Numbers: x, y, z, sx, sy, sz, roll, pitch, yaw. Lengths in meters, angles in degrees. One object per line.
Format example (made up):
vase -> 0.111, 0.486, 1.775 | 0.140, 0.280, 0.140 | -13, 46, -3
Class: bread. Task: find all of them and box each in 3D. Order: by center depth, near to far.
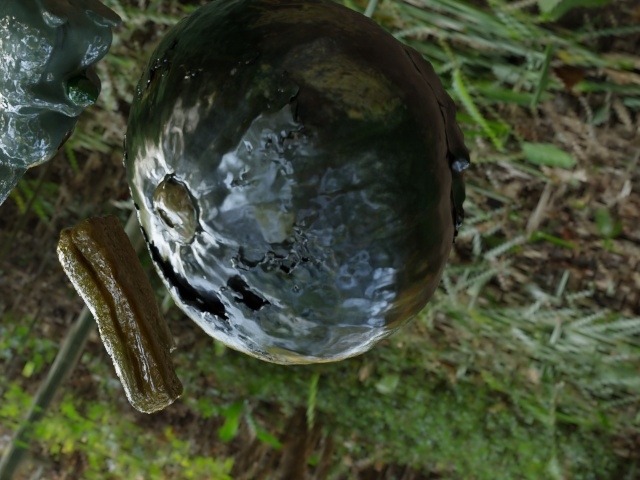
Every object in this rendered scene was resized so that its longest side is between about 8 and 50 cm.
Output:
bread -> -0.362, 0.136, 1.959 | 0.380, 0.109, 0.185 | 64, -174, 2

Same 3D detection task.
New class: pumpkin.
pumpkin -> -0.043, -0.075, 1.256 | 0.454, 0.454, 0.344 | 13, -160, 40

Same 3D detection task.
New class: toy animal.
toy animal -> -0.275, -0.140, 1.011 | 0.138, 0.236, 0.108 | 44, -142, 19
